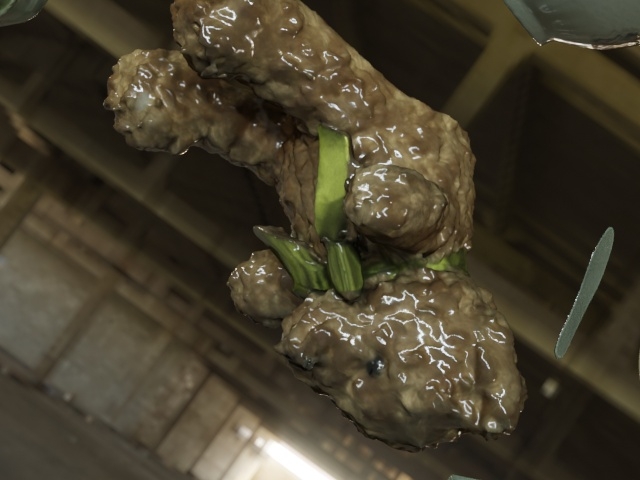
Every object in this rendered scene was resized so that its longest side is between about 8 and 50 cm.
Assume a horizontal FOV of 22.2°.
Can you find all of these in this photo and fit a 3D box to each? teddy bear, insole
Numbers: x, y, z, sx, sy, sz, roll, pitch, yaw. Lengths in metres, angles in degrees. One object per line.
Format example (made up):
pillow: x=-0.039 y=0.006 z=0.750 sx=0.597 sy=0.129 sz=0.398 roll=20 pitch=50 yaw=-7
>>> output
teddy bear: x=-0.009 y=-0.003 z=1.060 sx=0.296 sy=0.223 sz=0.246 roll=26 pitch=-31 yaw=-18
insole: x=0.282 y=0.056 z=1.735 sx=0.002 sy=0.153 sz=0.053 roll=21 pitch=-10 yaw=30

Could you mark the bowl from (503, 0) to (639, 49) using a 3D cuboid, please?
bowl: x=0.287 y=-0.340 z=1.990 sx=0.337 sy=0.157 sz=0.337 roll=49 pitch=13 yaw=-16

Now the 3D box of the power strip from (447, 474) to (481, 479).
power strip: x=0.176 y=0.261 z=1.597 sx=0.136 sy=0.051 sz=0.019 roll=13 pitch=37 yaw=-17

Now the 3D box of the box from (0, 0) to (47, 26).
box: x=-0.422 y=-0.235 z=1.106 sx=0.352 sy=0.177 sz=0.343 roll=-2 pitch=-2 yaw=40

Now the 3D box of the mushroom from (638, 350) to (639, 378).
mushroom: x=0.442 y=0.126 z=1.584 sx=0.254 sy=0.234 sz=0.260 roll=45 pitch=-3 yaw=-5
